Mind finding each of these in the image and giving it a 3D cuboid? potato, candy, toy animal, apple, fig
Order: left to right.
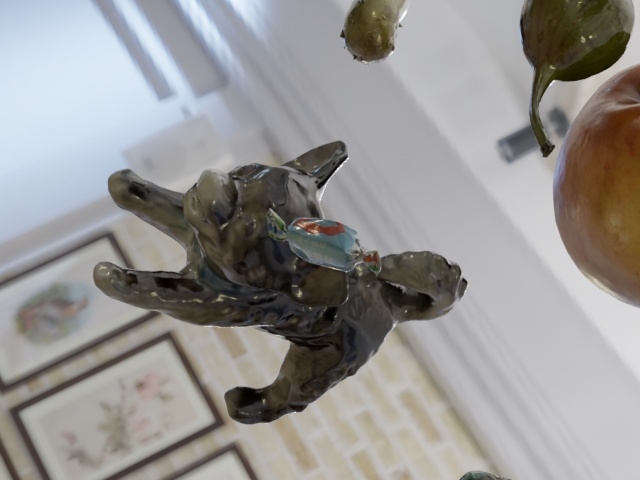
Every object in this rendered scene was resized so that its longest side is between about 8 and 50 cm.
[{"bbox_3d":[-0.028,0.020,1.458,0.344,0.302,0.194,49,30,-49],"label":"toy animal"},{"bbox_3d":[0.000,-0.001,0.832,0.083,0.020,0.030,18,-39,32],"label":"candy"},{"bbox_3d":[0.068,-0.274,1.704,0.070,0.138,0.091,21,-47,-1],"label":"potato"},{"bbox_3d":[0.255,-0.185,1.463,0.124,0.236,0.124,20,-24,9],"label":"fig"},{"bbox_3d":[0.400,-0.070,1.543,0.299,0.299,0.275,43,-18,52],"label":"apple"}]

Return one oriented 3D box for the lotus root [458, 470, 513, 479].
[{"bbox_3d":[0.068,0.197,0.646,0.088,0.192,0.113,34,-40,-22],"label":"lotus root"}]
